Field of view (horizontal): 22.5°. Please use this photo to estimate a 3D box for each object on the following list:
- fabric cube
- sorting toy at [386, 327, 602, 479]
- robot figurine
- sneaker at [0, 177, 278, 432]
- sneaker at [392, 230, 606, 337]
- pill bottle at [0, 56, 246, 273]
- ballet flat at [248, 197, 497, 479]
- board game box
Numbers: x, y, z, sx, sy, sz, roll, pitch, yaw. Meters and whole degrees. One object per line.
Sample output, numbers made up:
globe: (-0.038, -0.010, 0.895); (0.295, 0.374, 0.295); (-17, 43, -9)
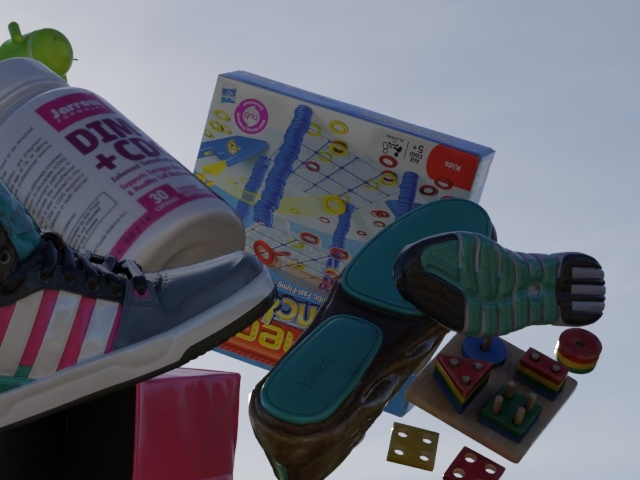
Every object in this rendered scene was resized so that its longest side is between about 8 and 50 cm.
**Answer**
fabric cube: (-0.265, 0.276, 1.887); (0.254, 0.259, 0.258); (1, -2, 22)
sorting toy: (0.169, 0.142, 1.588); (0.274, 0.132, 0.046); (-42, -27, -42)
robot figurine: (-0.360, -0.229, 2.022); (0.115, 0.067, 0.101); (-11, -42, 34)
sneaker: (-0.187, 0.015, 1.091); (0.295, 0.178, 0.124); (-20, 11, -17)
sneaker: (0.130, 0.042, 1.325); (0.224, 0.083, 0.098); (9, -9, -38)
pill bottle: (-0.218, -0.042, 1.497); (0.160, 0.283, 0.160); (-36, -30, -26)
ballet flat: (0.049, 0.096, 1.412); (0.116, 0.342, 0.124); (20, -46, 20)
board game box: (0.000, 0.000, 1.776); (0.308, 0.302, 0.086); (18, 13, 12)
